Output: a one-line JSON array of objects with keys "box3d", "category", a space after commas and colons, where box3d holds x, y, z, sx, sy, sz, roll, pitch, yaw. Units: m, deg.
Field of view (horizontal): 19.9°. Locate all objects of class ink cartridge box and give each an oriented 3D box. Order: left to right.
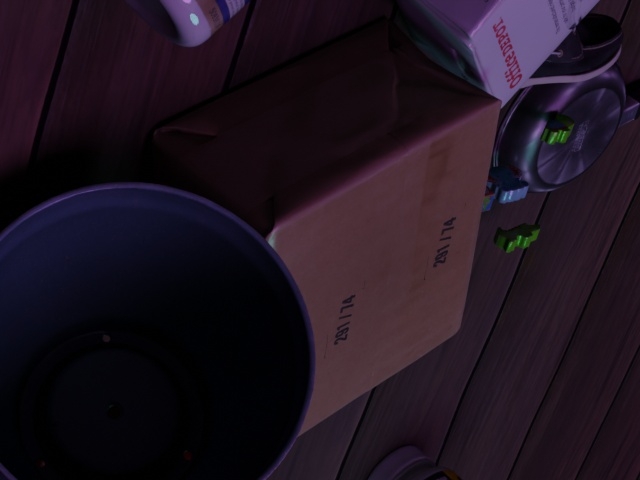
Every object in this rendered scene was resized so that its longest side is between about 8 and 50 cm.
[{"box3d": [0.205, -0.289, 1.704, 0.289, 0.121, 0.211, -48, 161, -3], "category": "ink cartridge box"}]

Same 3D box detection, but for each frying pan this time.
[{"box3d": [0.319, -0.127, 2.123, 0.326, 0.053, 0.197, 6, 120, -49], "category": "frying pan"}]

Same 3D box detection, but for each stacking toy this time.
[{"box3d": [0.169, -0.055, 1.985, 0.221, 0.052, 0.167, -12, 134, -33], "category": "stacking toy"}]

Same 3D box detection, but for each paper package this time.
[{"box3d": [0.000, 0.000, 1.749, 0.309, 0.168, 0.325, -30, 143, -30], "category": "paper package"}]

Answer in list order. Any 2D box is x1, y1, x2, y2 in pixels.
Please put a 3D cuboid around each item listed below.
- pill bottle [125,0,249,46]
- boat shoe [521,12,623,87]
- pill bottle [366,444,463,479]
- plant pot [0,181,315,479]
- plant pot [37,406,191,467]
[{"box3d": [-0.054, -0.285, 1.393, 0.265, 0.153, 0.153, -43, 148, -9], "category": "pill bottle"}, {"box3d": [0.240, -0.212, 1.896, 0.233, 0.084, 0.079, -12, 133, -40], "category": "boat shoe"}, {"box3d": [0.155, 0.358, 2.274, 0.119, 0.208, 0.119, -32, 145, -26], "category": "pill bottle"}, {"box3d": [-0.167, 0.123, 1.544, 0.293, 0.293, 0.196, -34, 169, -23], "category": "plant pot"}, {"box3d": [-0.215, 0.236, 1.726, 0.191, 0.174, 0.191, -31, 144, -26], "category": "plant pot"}]
